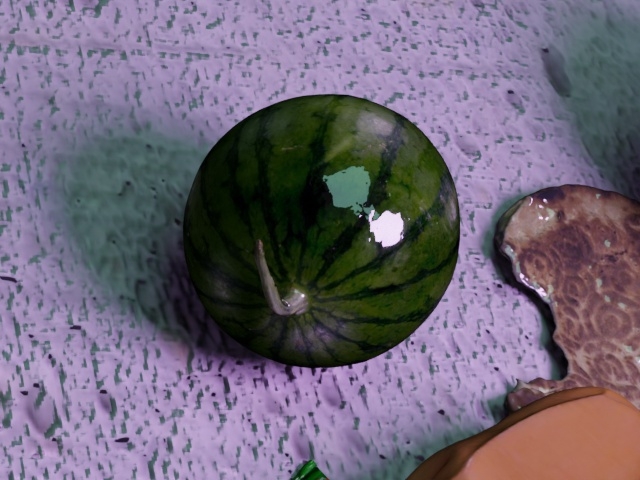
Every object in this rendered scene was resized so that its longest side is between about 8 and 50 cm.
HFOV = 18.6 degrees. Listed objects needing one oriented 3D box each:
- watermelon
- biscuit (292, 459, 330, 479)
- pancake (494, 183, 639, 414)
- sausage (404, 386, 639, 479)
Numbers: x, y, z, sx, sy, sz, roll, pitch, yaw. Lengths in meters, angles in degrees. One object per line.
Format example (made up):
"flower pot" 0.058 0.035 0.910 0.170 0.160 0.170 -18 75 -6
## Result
"watermelon" 0.000 0.000 1.322 0.188 0.188 0.215 27 33 -9
"biscuit" 0.012 0.188 1.300 0.089 0.016 0.046 45 45 8
"pancake" 0.234 0.081 1.512 0.286 0.033 0.288 -24 69 -40
"sausage" 0.133 0.180 1.296 0.241 0.136 0.120 -24 66 -40
